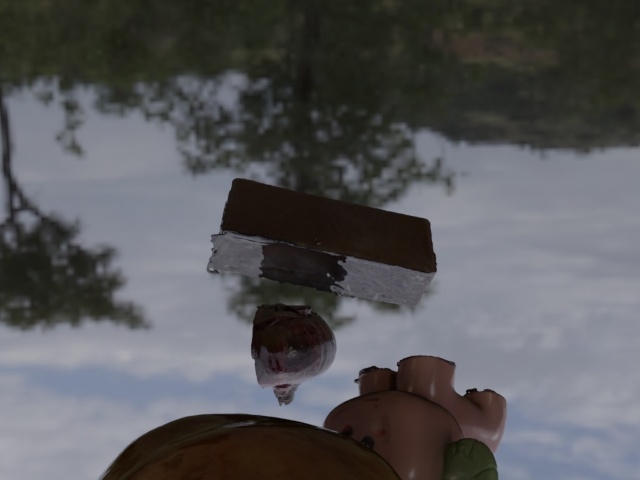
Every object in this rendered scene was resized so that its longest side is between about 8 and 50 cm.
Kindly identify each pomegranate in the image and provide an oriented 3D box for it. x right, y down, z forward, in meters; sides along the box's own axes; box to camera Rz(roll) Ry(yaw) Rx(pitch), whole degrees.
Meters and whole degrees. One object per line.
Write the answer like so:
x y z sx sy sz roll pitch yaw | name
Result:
-0.077 0.357 1.529 0.412 0.411 0.411 -2 -173 0 | pomegranate

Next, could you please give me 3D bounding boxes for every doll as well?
0.103 0.275 1.817 0.216 0.268 0.284 32 143 -34 | doll

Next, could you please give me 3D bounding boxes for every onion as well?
-0.029 0.158 2.271 0.098 0.151 0.206 -8 -174 13 | onion

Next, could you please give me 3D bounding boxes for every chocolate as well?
0.000 0.000 2.246 0.321 0.111 0.112 11 144 -11 | chocolate
